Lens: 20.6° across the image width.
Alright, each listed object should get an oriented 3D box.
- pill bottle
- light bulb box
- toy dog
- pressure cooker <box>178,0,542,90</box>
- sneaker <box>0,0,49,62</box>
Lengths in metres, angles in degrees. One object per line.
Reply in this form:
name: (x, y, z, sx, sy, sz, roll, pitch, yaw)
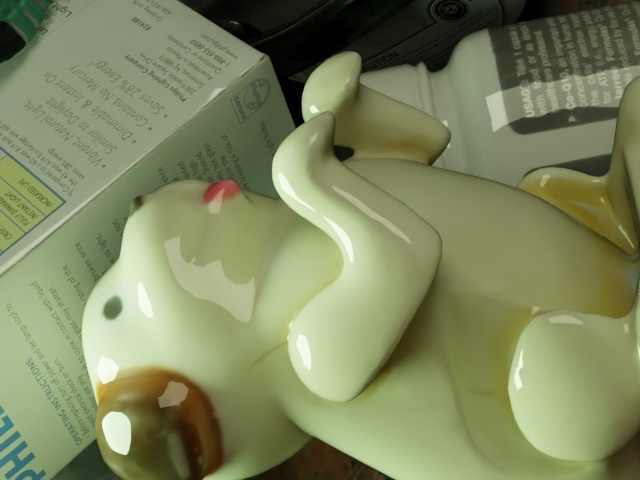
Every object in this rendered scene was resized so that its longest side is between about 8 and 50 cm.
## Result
pill bottle: (0.216, -0.082, 1.397, 0.361, 0.204, 0.204, -10, 53, 5)
light bulb box: (-0.253, -0.041, 1.442, 0.361, 0.225, 0.358, -41, 51, -17)
toy dog: (0.039, 0.058, 1.230, 0.408, 0.395, 0.284, 1, 37, 4)
pressure cooker: (0.028, -0.323, 1.496, 0.375, 0.370, 0.420, 7, 53, 3)
sneaker: (-0.266, -0.209, 1.404, 0.098, 0.083, 0.224, -14, 40, 37)
